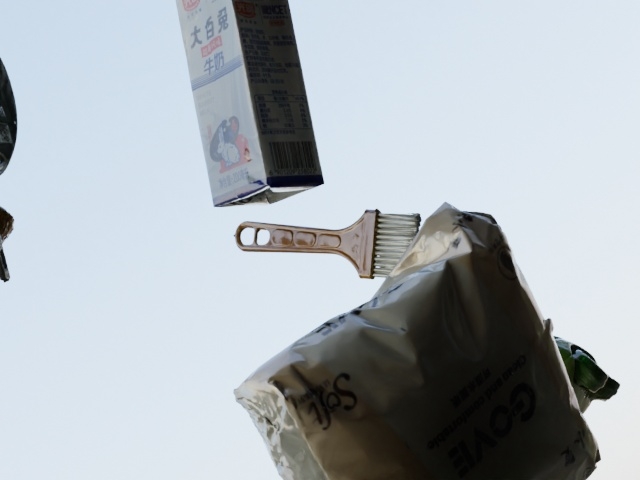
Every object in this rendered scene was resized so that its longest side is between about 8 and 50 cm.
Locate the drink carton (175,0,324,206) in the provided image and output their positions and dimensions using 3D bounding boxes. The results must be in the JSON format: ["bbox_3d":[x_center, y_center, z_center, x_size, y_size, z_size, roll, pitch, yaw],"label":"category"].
[{"bbox_3d":[-0.099,-0.210,1.741,0.107,0.314,0.131,-6,-8,-43],"label":"drink carton"}]

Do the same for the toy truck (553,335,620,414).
[{"bbox_3d":[0.288,0.183,1.768,0.148,0.210,0.187,-48,-10,2],"label":"toy truck"}]

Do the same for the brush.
[{"bbox_3d":[0.000,0.000,1.701,0.314,0.090,0.017,4,-4,40],"label":"brush"}]

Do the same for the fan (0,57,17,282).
[{"bbox_3d":[-0.371,-0.129,1.405,0.012,0.294,0.223,-17,24,16],"label":"fan"}]

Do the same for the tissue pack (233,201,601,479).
[{"bbox_3d":[0.122,0.206,1.479,0.376,0.390,0.195,-37,18,-24],"label":"tissue pack"}]

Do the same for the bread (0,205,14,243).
[{"bbox_3d":[-0.479,0.017,1.627,0.103,0.132,0.172,119,175,-56],"label":"bread"}]
